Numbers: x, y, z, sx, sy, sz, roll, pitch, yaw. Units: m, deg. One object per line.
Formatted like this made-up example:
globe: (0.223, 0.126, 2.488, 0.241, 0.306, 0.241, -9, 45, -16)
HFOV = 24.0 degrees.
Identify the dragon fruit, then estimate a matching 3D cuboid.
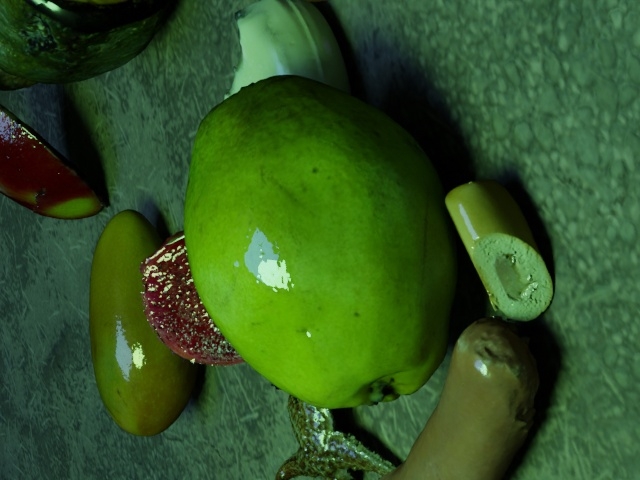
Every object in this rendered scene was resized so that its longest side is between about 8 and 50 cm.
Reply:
dragon fruit: (-0.091, 0.033, 1.461, 0.111, 0.153, 0.153, -84, -5, -65)

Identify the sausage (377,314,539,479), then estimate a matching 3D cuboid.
sausage: (0.098, 0.175, 1.184, 0.087, 0.079, 0.327, 38, 139, 13)

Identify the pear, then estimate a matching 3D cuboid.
pear: (0.000, 0.000, 1.151, 0.212, 0.212, 0.269, -39, 71, 60)

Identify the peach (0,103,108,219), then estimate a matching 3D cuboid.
peach: (-0.379, -0.107, 1.795, 0.279, 0.068, 0.189, 39, 161, -12)

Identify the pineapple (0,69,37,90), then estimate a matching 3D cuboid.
pineapple: (-0.380, -0.322, 1.775, 0.158, 0.157, 0.279, 43, 134, 46)

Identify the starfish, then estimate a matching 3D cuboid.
starfish: (0.007, 0.187, 1.384, 0.238, 0.057, 0.213, 22, 128, 58)

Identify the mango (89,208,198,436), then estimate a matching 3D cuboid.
mango: (-0.197, 0.091, 1.661, 0.138, 0.113, 0.253, 175, 89, -66)

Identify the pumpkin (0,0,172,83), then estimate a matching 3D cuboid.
pumpkin: (-0.304, -0.281, 1.555, 0.232, 0.242, 0.325, -57, 48, 44)

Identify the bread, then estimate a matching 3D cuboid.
bread: (0.129, 0.004, 1.076, 0.103, 0.049, 0.062, 65, -176, 19)

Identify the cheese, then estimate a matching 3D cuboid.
cheese: (-0.013, -0.077, 1.283, 0.249, 0.070, 0.163, 69, 152, 15)
